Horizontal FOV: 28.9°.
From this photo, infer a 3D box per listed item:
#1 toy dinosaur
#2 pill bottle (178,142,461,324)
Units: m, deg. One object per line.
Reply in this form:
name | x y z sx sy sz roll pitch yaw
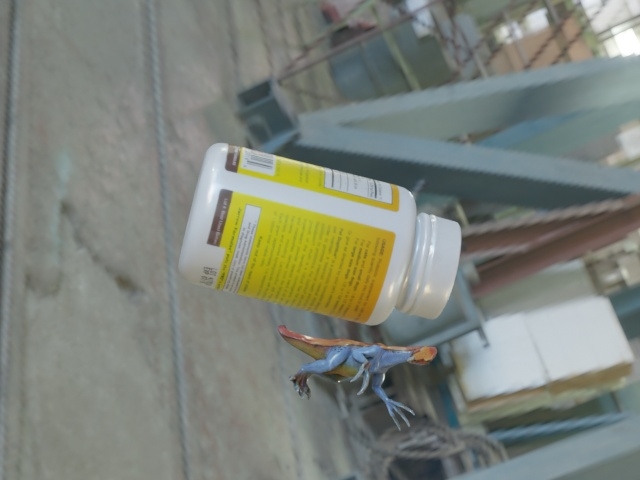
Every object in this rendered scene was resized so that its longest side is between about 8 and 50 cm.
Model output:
toy dinosaur | 0.022 0.065 0.710 0.090 0.082 0.047 66 6 24
pill bottle | 0.000 0.000 1.009 0.117 0.215 0.117 -166 -90 -83
